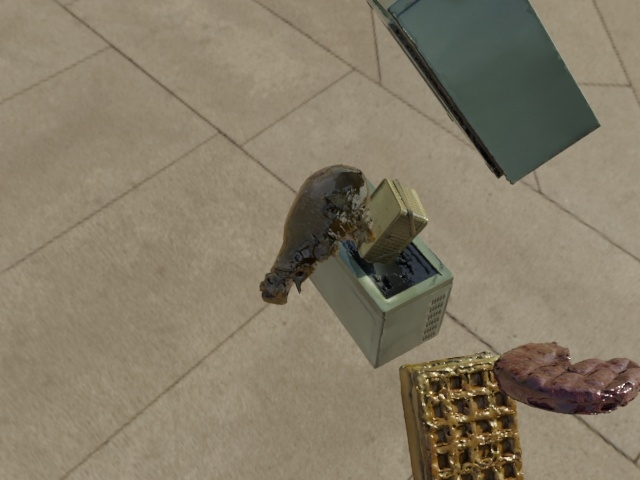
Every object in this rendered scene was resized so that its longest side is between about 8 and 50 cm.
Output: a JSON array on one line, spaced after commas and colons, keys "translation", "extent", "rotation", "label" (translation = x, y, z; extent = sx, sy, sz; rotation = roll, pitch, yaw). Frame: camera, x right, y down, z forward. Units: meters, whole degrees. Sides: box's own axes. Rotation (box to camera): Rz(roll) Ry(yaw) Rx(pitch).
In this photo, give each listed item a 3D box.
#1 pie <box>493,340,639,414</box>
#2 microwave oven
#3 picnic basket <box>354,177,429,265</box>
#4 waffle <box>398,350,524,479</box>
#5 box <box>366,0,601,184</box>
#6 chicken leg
[{"translation": [0.377, 0.211, 1.042], "extent": [0.204, 0.054, 0.218], "rotation": [-9, 12, -31], "label": "pie"}, {"translation": [0.130, 0.070, 1.608], "extent": [0.218, 0.286, 0.355], "rotation": [-26, 55, -18], "label": "microwave oven"}, {"translation": [0.142, -0.038, 1.429], "extent": [0.079, 0.164, 0.115], "rotation": [15, 39, -33], "label": "picnic basket"}, {"translation": [0.278, 0.383, 1.301], "extent": [0.212, 0.091, 0.308], "rotation": [-6, 89, -16], "label": "waffle"}, {"translation": [0.160, -0.208, 0.732], "extent": [0.117, 0.225, 0.225], "rotation": [-35, 24, 14], "label": "box"}, {"translation": [-0.003, -0.002, 0.817], "extent": [0.085, 0.101, 0.208], "rotation": [-7, 43, 47], "label": "chicken leg"}]
